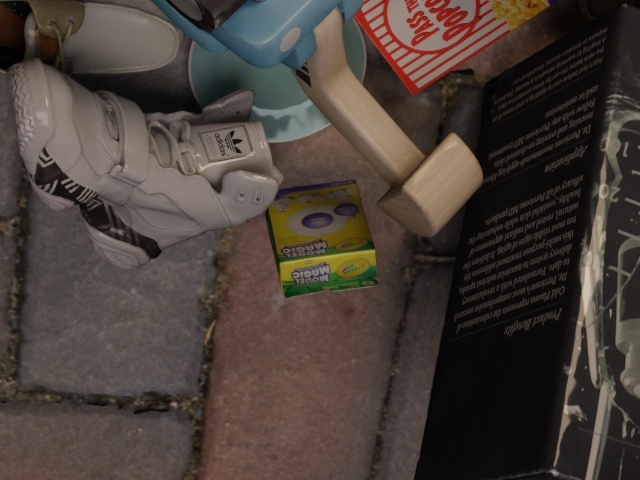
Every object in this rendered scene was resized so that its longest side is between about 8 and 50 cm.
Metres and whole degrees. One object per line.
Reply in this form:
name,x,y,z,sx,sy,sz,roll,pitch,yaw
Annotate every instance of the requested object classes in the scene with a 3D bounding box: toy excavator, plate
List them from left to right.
plate,-0.046,-0.188,1.920,0.188,0.024,0.188,-3,122,-5
toy excavator,-0.031,-0.229,1.765,0.222,0.433,0.445,-47,160,-11

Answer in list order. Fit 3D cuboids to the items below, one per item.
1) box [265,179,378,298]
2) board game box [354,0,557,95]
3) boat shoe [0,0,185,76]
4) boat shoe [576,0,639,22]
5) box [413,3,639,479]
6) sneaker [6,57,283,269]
box,0.000,0.000,1.952,0.105,0.179,0.043,-8,123,-4
board game box,0.133,-0.261,1.888,0.193,0.045,0.147,-33,120,12
boat shoe,-0.281,-0.204,1.826,0.302,0.103,0.113,3,121,-11
boat shoe,0.311,-0.361,1.822,0.110,0.104,0.307,-3,133,-17
box,0.393,0.087,1.857,0.479,0.472,0.297,18,162,-19
sneaker,-0.167,-0.098,1.826,0.210,0.137,0.366,-19,154,6
